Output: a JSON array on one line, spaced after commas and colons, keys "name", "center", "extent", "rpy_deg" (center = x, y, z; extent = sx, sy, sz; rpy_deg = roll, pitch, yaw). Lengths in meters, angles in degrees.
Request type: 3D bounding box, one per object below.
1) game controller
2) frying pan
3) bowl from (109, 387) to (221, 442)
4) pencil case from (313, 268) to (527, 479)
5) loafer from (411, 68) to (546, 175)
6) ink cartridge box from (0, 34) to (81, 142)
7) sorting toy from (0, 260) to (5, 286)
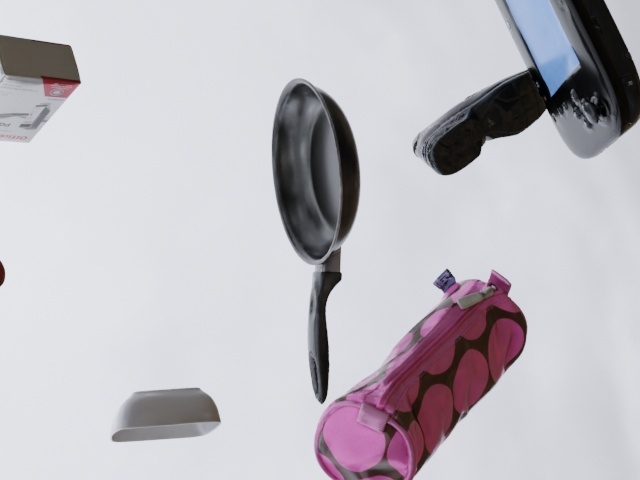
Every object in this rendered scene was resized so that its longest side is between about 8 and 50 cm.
[{"name": "game controller", "center": [0.203, -0.231, 0.992], "extent": [0.166, 0.067, 0.319], "rpy_deg": [129, 119, -73]}, {"name": "frying pan", "center": [0.008, -0.013, 1.099], "extent": [0.053, 0.197, 0.326], "rpy_deg": [-8, -110, -22]}, {"name": "bowl", "center": [-0.209, 0.231, 1.411], "extent": [0.142, 0.142, 0.053], "rpy_deg": [-3, -108, -17]}, {"name": "pencil case", "center": [0.083, 0.107, 0.827], "extent": [0.095, 0.098, 0.209], "rpy_deg": [37, -136, 12]}, {"name": "loafer", "center": [0.168, -0.133, 1.099], "extent": [0.061, 0.170, 0.062], "rpy_deg": [39, 156, 56]}, {"name": "ink cartridge box", "center": [-0.353, -0.170, 1.218], "extent": [0.099, 0.135, 0.056], "rpy_deg": [0, -117, -44]}, {"name": "sorting toy", "center": [-0.475, 0.048, 1.242], "extent": [0.132, 0.046, 0.274], "rpy_deg": [68, -151, -16]}]
